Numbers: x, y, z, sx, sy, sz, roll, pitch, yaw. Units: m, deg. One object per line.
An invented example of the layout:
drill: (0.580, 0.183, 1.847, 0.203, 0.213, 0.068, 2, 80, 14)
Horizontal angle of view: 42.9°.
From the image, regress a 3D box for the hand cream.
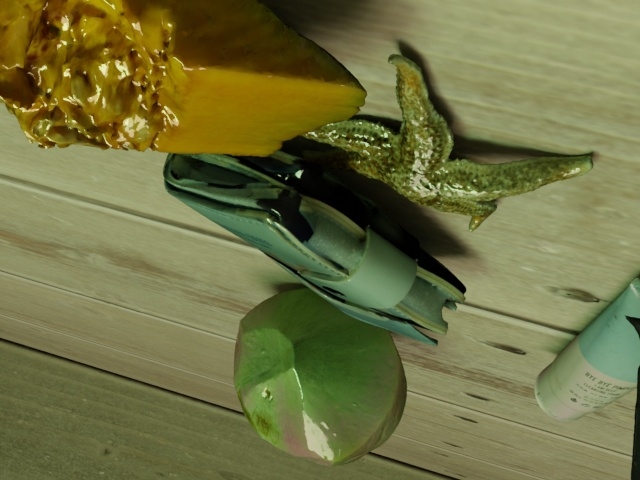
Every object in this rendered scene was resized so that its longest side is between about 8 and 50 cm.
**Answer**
hand cream: (0.289, 0.106, 0.791, 0.111, 0.070, 0.312, 19, 153, 1)

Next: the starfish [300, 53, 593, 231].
starfish: (0.069, -0.056, 0.555, 0.223, 0.050, 0.217, 4, 150, 23)

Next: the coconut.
coconut: (0.000, 0.166, 0.987, 0.205, 0.236, 0.236, -22, 151, 7)

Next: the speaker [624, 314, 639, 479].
speaker: (0.426, 0.172, 0.679, 0.388, 0.184, 0.180, 8, 178, -32)

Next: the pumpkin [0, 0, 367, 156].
pumpkin: (-0.109, -0.119, 0.434, 0.248, 0.126, 0.131, 5, 159, -23)

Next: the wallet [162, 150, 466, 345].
wallet: (0.000, 0.000, 0.700, 0.176, 0.075, 0.250, 19, 167, 48)
